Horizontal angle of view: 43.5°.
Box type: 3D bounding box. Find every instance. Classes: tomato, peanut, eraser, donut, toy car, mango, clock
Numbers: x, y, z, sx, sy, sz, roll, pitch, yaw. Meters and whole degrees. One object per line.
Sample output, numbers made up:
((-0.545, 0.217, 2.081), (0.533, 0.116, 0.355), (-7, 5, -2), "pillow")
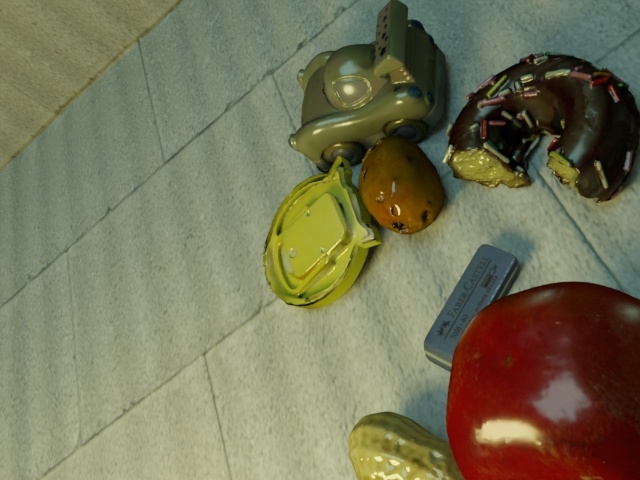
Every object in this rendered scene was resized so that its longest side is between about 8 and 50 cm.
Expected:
((0.329, 0.217, 1.060), (0.325, 0.289, 0.293), (-10, 58, 44), "tomato")
((0.160, 0.371, 1.230), (0.305, 0.147, 0.147), (22, 79, 42), "peanut")
((0.257, 0.117, 1.374), (0.082, 0.036, 0.225), (26, 82, 45), "eraser")
((0.394, -0.209, 1.399), (0.345, 0.136, 0.259), (18, 79, 44), "donut")
((0.076, -0.321, 1.679), (0.336, 0.226, 0.242), (-15, 55, 32), "toy car")
((0.156, -0.117, 1.552), (0.249, 0.155, 0.151), (-95, 13, -53), "mango")
((0.002, 0.002, 1.645), (0.293, 0.071, 0.277), (-37, 51, 30), "clock")
